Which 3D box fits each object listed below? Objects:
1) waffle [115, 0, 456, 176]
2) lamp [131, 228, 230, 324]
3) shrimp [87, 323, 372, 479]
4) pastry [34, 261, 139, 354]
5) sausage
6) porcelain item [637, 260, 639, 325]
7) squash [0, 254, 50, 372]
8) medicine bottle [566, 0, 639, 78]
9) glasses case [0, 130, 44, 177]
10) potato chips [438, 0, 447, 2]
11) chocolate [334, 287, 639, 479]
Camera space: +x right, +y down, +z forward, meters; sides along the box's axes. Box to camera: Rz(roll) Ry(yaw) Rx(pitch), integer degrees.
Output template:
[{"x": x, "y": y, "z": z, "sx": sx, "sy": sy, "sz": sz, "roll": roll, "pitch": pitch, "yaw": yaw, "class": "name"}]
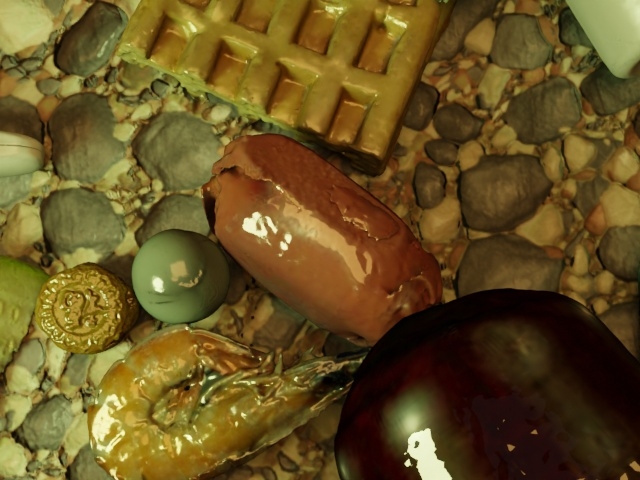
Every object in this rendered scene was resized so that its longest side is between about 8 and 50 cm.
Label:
[{"x": -0.029, "y": -0.269, "z": 1.491, "sx": 0.348, "sy": 0.077, "sz": 0.304, "roll": 22, "pitch": 71, "yaw": -2, "class": "waffle"}, {"x": -0.149, "y": 0.038, "z": 1.385, "sx": 0.105, "sy": 0.105, "sz": 0.105, "roll": 1, "pitch": 75, "yaw": -5, "class": "lamp"}, {"x": -0.098, "y": 0.153, "z": 1.358, "sx": 0.317, "sy": 0.062, "sz": 0.164, "roll": -23, "pitch": 90, "yaw": 3, "class": "shrimp"}, {"x": -0.249, "y": 0.073, "z": 1.392, "sx": 0.109, "sy": 0.057, "sz": 0.097, "roll": -13, "pitch": 83, "yaw": -7, "class": "pastry"}, {"x": 0.000, "y": 0.000, "z": 1.383, "sx": 0.280, "sy": 0.152, "sz": 0.152, "roll": 36, "pitch": 75, "yaw": 4, "class": "sausage"}, {"x": 0.443, "y": 0.084, "z": 1.342, "sx": 0.157, "sy": 0.286, "sz": 0.281, "roll": 2, "pitch": 77, "yaw": -11, "class": "porcelain item"}, {"x": -0.446, "y": 0.094, "z": 1.380, "sx": 0.204, "sy": 0.155, "sz": 0.236, "roll": 39, "pitch": 63, "yaw": -33, "class": "squash"}, {"x": 0.338, "y": -0.391, "z": 1.494, "sx": 0.211, "sy": 0.211, "sz": 0.371, "roll": -26, "pitch": 80, "yaw": -12, "class": "medicine bottle"}, {"x": -0.398, "y": -0.094, "z": 1.409, "sx": 0.193, "sy": 0.074, "sz": 0.049, "roll": 0, "pitch": 79, "yaw": -5, "class": "glasses case"}, {"x": 0.180, "y": -0.366, "z": 1.459, "sx": 0.142, "sy": 0.026, "sz": 0.209, "roll": 41, "pitch": 103, "yaw": 15, "class": "potato chips"}, {"x": 0.177, "y": 0.226, "z": 1.269, "sx": 0.384, "sy": 0.383, "sz": 0.331, "roll": -36, "pitch": 66, "yaw": -13, "class": "chocolate"}]
